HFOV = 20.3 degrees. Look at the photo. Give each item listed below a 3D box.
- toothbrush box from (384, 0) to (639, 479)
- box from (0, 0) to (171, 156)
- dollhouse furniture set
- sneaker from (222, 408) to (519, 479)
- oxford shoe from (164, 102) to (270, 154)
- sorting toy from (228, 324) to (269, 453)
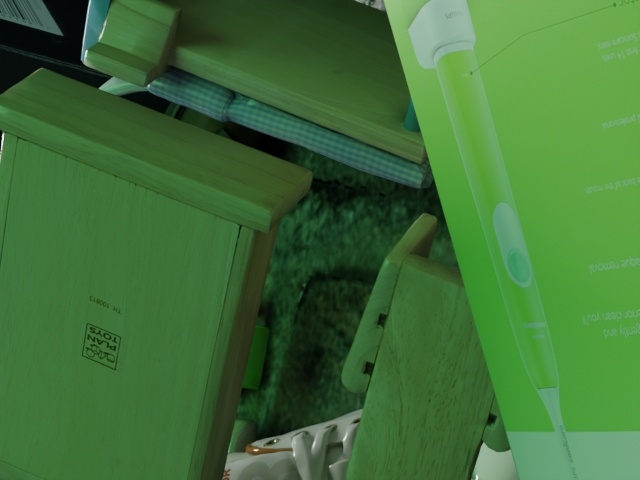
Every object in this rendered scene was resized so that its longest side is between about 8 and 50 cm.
[{"bbox_3d":[0.145,-0.029,0.626,0.206,0.122,0.283,-13,93,58],"label":"toothbrush box"},{"bbox_3d":[-0.298,-0.039,1.287,0.312,0.343,0.179,-64,33,20],"label":"box"},{"bbox_3d":[0.000,0.000,0.911,0.303,0.286,0.198,-48,-24,-55],"label":"dollhouse furniture set"},{"bbox_3d":[0.019,0.134,0.888,0.290,0.123,0.106,-42,41,43],"label":"sneaker"},{"bbox_3d":[-0.059,-0.063,1.172,0.227,0.083,0.096,-46,72,29],"label":"oxford shoe"},{"bbox_3d":[-0.095,0.195,1.090,0.196,0.047,0.348,167,113,-73],"label":"sorting toy"}]
